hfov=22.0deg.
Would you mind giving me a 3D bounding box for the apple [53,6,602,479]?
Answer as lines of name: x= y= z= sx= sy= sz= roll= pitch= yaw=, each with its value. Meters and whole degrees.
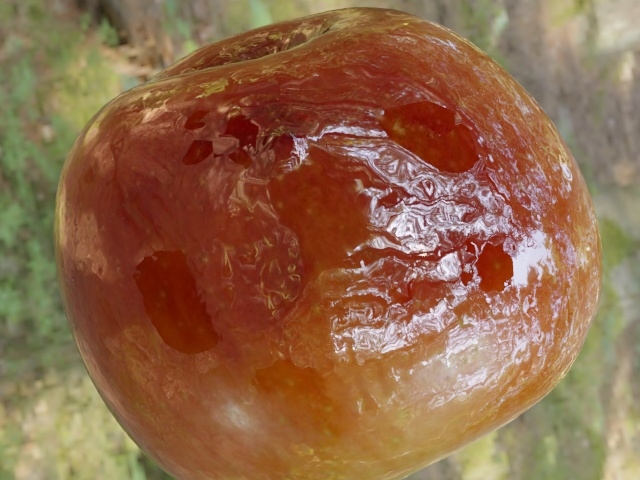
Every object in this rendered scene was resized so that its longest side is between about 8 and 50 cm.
apple: x=0.000 y=0.000 z=0.501 sx=0.139 sy=0.163 sz=0.163 roll=64 pitch=8 yaw=-5
